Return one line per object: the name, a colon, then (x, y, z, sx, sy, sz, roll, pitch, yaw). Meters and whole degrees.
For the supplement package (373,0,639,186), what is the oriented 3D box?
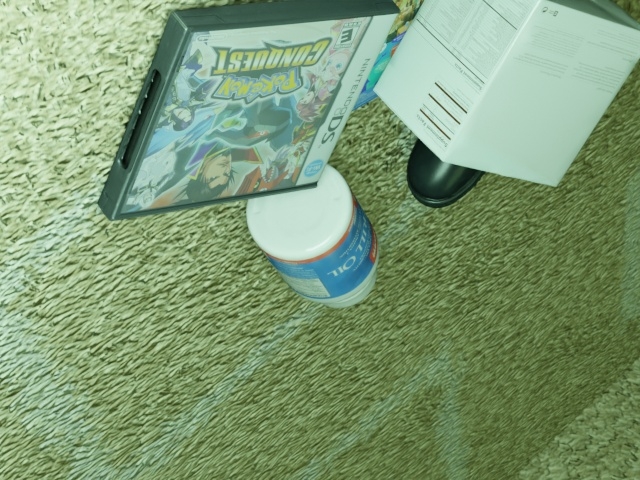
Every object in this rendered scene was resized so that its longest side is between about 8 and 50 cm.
supplement package: (0.207, -0.192, 2.010, 0.194, 0.149, 0.203, 10, 119, -43)

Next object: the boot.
boot: (0.175, -0.173, 2.214, 0.246, 0.094, 0.207, -51, 159, -6)

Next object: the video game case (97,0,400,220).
video game case: (-0.071, -0.136, 1.883, 0.275, 0.035, 0.248, -11, 140, -39)

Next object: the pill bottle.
pill bottle: (0.000, 0.000, 2.153, 0.124, 0.124, 0.221, -46, 156, -5)

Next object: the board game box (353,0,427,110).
board game box: (0.064, -0.241, 1.993, 0.160, 0.047, 0.210, -32, 151, -30)
